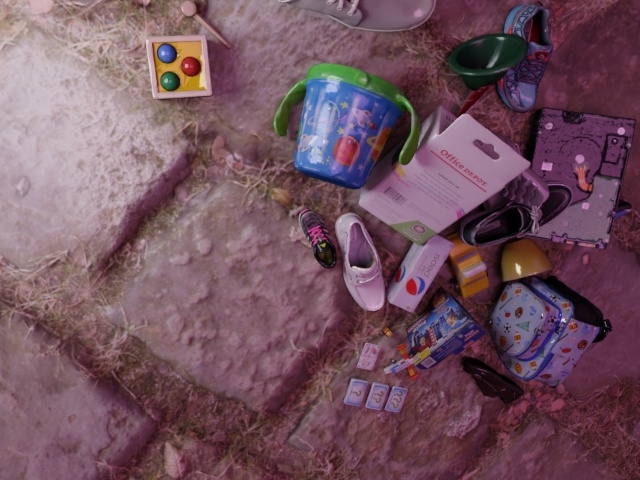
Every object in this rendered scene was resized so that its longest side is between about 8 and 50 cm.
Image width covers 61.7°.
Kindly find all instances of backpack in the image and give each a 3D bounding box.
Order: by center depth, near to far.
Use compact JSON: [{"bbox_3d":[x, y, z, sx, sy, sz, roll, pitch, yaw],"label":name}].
[{"bbox_3d":[0.585,0.246,1.432,0.213,0.276,0.263,11,107,-9],"label":"backpack"}]

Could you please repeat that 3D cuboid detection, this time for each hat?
[{"bbox_3d":[0.409,-0.385,1.335,0.209,0.173,0.183,-5,137,19],"label":"hat"}]

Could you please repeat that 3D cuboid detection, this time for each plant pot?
[{"bbox_3d":[0.544,0.048,1.446,0.134,0.134,0.095,-15,83,-8],"label":"plant pot"}]

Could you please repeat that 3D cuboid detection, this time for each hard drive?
[{"bbox_3d":[0.656,-0.160,1.399,0.237,0.064,0.338,9,97,7],"label":"hard drive"}]

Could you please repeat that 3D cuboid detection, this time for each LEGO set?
[{"bbox_3d":[0.189,0.363,1.477,0.182,0.060,0.244,16,99,-18],"label":"LEGO set"}]

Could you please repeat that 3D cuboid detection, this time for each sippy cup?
[{"bbox_3d":[0.049,-0.240,1.195,0.240,0.305,0.224,19,90,-28],"label":"sippy cup"}]

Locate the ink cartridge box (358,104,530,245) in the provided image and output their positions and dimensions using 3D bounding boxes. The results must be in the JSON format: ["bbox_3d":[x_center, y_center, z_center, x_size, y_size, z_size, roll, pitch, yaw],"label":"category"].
[{"bbox_3d":[0.277,-0.159,1.235,0.207,0.119,0.353,33,136,-17],"label":"ink cartridge box"}]

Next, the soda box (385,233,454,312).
[{"bbox_3d":[0.255,0.075,1.402,0.074,0.069,0.216,25,104,-16],"label":"soda box"}]

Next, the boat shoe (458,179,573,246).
[{"bbox_3d":[0.497,-0.064,1.324,0.306,0.105,0.113,-17,100,-4],"label":"boat shoe"}]

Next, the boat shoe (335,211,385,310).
[{"bbox_3d":[0.106,0.068,1.367,0.098,0.096,0.277,-22,107,-6],"label":"boat shoe"}]

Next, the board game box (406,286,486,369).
[{"bbox_3d":[0.322,0.223,1.419,0.060,0.194,0.194,38,114,-20],"label":"board game box"}]

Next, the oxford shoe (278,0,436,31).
[{"bbox_3d":[0.041,-0.556,1.168,0.449,0.130,0.169,13,123,-12],"label":"oxford shoe"}]

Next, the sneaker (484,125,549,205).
[{"bbox_3d":[0.456,-0.199,1.301,0.115,0.281,0.105,-28,147,-15],"label":"sneaker"}]

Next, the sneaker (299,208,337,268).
[{"bbox_3d":[0.000,0.000,1.340,0.063,0.075,0.170,-24,106,-5],"label":"sneaker"}]

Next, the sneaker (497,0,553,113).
[{"bbox_3d":[0.504,-0.444,1.311,0.104,0.125,0.261,-7,104,-9],"label":"sneaker"}]

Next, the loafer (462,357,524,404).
[{"bbox_3d":[0.488,0.413,1.535,0.220,0.080,0.078,32,95,-17],"label":"loafer"}]

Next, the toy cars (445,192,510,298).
[{"bbox_3d":[0.428,-0.027,1.415,0.176,0.087,0.393,15,100,-15],"label":"toy cars"}]

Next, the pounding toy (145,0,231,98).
[{"bbox_3d":[-0.284,-0.420,1.173,0.181,0.094,0.206,-6,105,-10],"label":"pounding toy"}]

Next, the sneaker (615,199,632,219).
[{"bbox_3d":[0.756,-0.056,1.487,0.211,0.080,0.081,-19,113,3],"label":"sneaker"}]
